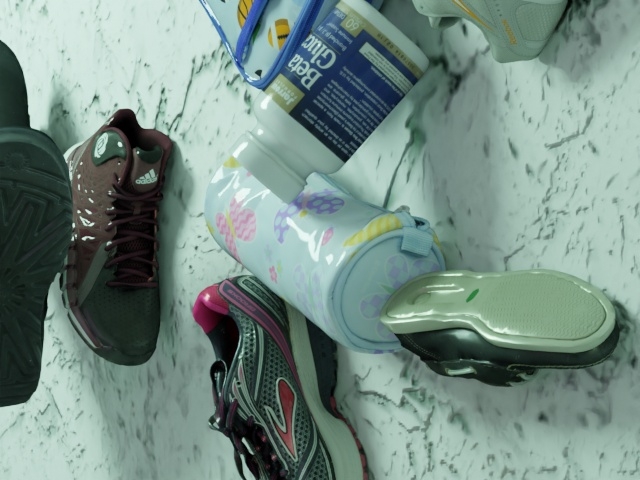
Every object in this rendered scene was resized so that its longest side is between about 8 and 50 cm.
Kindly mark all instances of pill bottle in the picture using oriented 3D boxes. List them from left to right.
[{"bbox_3d":[0.004,-0.115,1.569,0.169,0.094,0.094,-49,38,2],"label":"pill bottle"}]

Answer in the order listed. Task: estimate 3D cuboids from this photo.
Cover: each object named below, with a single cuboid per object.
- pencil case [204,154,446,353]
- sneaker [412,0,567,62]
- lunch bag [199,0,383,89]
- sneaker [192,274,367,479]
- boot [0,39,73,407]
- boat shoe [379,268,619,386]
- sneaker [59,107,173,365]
[{"bbox_3d":[0.000,0.000,1.625,0.273,0.113,0.124,33,117,56],"label":"pencil case"},{"bbox_3d":[0.082,-0.230,1.450,0.262,0.099,0.121,43,138,26],"label":"sneaker"},{"bbox_3d":[-0.009,-0.293,1.652,0.243,0.115,0.303,63,141,35],"label":"lunch bag"},{"bbox_3d":[-0.042,0.174,1.698,0.121,0.112,0.299,-45,52,50],"label":"sneaker"},{"bbox_3d":[-0.361,-0.091,2.111,0.445,0.146,0.367,-98,20,-50],"label":"boot"},{"bbox_3d":[0.146,0.072,1.432,0.233,0.084,0.079,1,129,53],"label":"boat shoe"},{"bbox_3d":[-0.209,-0.019,2.001,0.162,0.106,0.281,-47,49,45],"label":"sneaker"}]
